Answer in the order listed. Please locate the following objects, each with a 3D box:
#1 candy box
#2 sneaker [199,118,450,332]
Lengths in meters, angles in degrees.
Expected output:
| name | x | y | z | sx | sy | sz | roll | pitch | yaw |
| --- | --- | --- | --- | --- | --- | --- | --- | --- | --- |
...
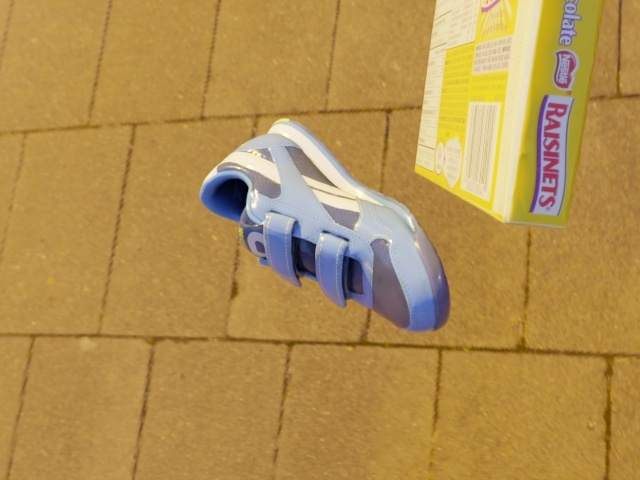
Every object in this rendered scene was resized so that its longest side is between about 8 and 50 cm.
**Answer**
| name | x | y | z | sx | sy | sz | roll | pitch | yaw |
| --- | --- | --- | --- | --- | --- | --- | --- | --- | --- |
| candy box | 0.071 | -0.070 | 0.391 | 0.027 | 0.206 | 0.105 | 8 | 99 | -4 |
| sneaker | 0.000 | 0.000 | 0.416 | 0.059 | 0.053 | 0.144 | -26 | 45 | -26 |
